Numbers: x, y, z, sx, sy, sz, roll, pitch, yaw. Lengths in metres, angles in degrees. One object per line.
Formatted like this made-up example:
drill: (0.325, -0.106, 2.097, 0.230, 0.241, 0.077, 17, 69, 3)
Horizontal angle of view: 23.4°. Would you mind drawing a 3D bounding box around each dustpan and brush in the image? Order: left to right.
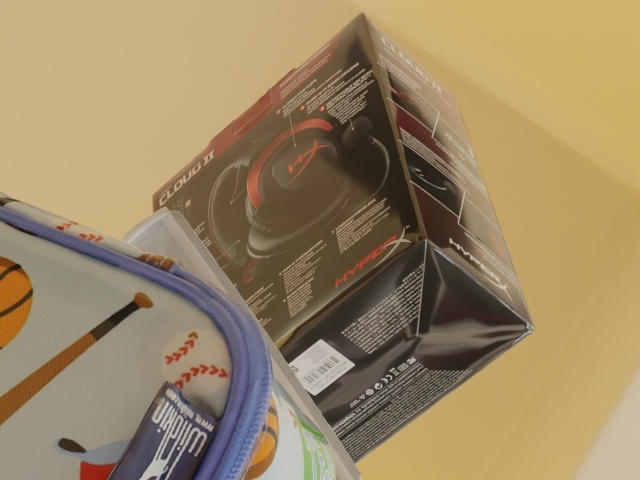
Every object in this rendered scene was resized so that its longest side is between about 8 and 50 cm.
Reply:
dustpan and brush: (-0.066, 0.087, 0.709, 0.147, 0.060, 0.211, 55, -21, 8)

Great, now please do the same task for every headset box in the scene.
headset box: (0.000, 0.000, 1.037, 0.110, 0.218, 0.293, 38, 24, -31)

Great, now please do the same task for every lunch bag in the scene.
lunch bag: (-0.157, 0.099, 0.521, 0.303, 0.243, 0.115, 20, -24, 28)
